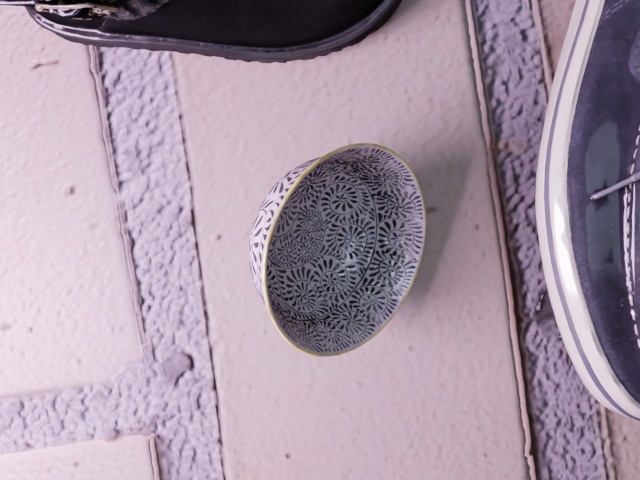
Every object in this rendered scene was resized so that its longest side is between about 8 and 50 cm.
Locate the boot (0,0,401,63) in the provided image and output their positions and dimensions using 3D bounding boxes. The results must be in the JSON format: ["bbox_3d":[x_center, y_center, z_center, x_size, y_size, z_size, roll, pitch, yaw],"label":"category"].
[{"bbox_3d":[-0.104,-0.213,0.454,0.348,0.260,0.131,-4,91,3],"label":"boot"}]

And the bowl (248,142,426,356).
[{"bbox_3d":[0.000,0.000,0.530,0.080,0.170,0.170,21,92,45],"label":"bowl"}]

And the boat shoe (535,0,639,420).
[{"bbox_3d":[0.281,-0.111,0.471,0.187,0.156,0.499,10,89,-33],"label":"boat shoe"}]
